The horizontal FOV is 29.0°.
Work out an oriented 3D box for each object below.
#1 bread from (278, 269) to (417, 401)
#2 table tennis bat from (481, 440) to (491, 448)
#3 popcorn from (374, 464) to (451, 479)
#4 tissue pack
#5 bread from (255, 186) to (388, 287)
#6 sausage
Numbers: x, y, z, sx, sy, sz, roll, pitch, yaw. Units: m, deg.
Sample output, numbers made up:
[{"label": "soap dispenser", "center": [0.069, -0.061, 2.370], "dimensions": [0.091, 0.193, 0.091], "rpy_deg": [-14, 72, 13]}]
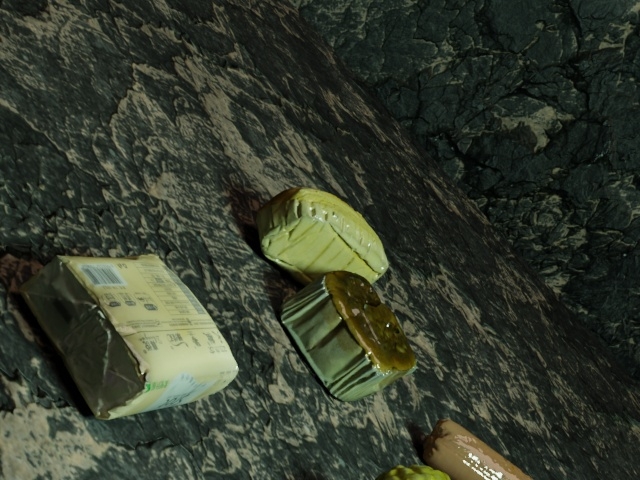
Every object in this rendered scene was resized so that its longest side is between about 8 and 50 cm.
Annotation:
[{"label": "bread", "center": [0.051, 0.140, 1.872], "dimensions": [0.192, 0.110, 0.210], "rpy_deg": [58, 18, 16]}, {"label": "table tennis bat", "center": [0.336, 0.464, 2.069], "dimensions": [0.329, 0.044, 0.215], "rpy_deg": [50, 17, 0]}, {"label": "popcorn", "center": [0.118, 0.377, 1.476], "dimensions": [0.218, 0.169, 0.189], "rpy_deg": [67, 21, -13]}, {"label": "tissue pack", "center": [-0.203, 0.099, 1.350], "dimensions": [0.186, 0.090, 0.222], "rpy_deg": [54, 16, 13]}, {"label": "bread", "center": [0.000, 0.000, 1.972], "dimensions": [0.236, 0.140, 0.106], "rpy_deg": [36, 26, -41]}, {"label": "sausage", "center": [0.283, 0.389, 1.943], "dimensions": [0.289, 0.086, 0.086], "rpy_deg": [38, 19, -7]}]
